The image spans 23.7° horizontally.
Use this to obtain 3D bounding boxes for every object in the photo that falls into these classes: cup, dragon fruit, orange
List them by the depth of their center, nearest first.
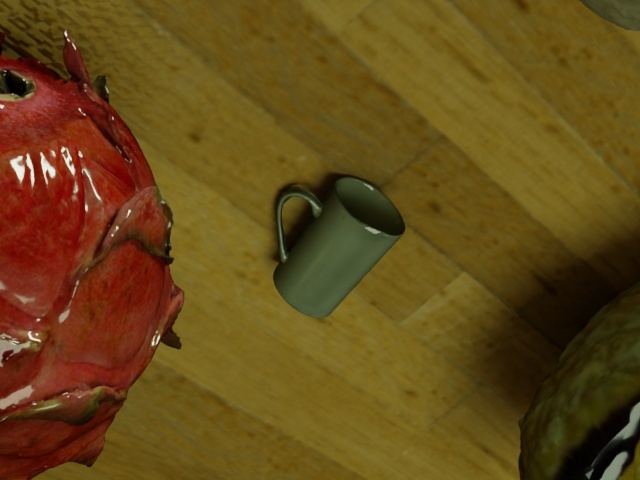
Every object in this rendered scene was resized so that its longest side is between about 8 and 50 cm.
[{"bbox_3d":[-0.189,0.023,0.785,0.241,0.241,0.252,-16,121,-12],"label":"dragon fruit"},{"bbox_3d":[0.003,0.004,0.988,0.075,0.054,0.083,15,126,-38],"label":"cup"},{"bbox_3d":[0.310,0.129,1.146,0.369,0.210,0.271,-25,118,-4],"label":"orange"}]

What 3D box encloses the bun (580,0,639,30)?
[{"bbox_3d":[0.216,-0.226,0.752,0.281,0.281,0.205,-32,-178,5],"label":"bun"}]
